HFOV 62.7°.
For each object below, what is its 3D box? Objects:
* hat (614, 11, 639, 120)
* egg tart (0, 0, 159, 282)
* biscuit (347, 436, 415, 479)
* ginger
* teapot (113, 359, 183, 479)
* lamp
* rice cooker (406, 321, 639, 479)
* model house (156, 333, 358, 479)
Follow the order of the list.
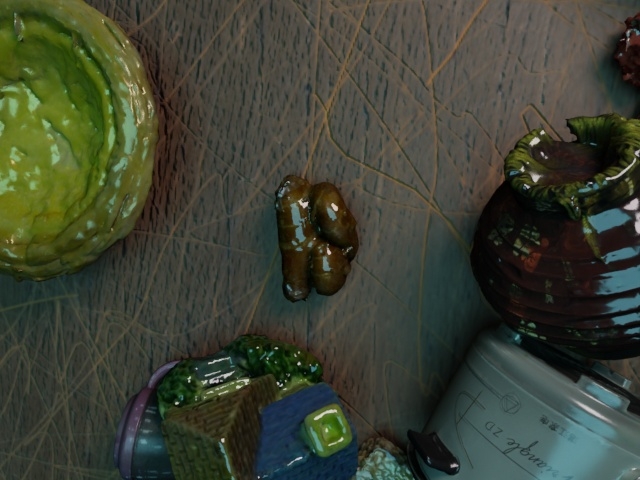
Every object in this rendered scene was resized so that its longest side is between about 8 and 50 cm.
[{"bbox_3d":[0.427,-0.139,0.524,0.286,0.107,0.236,41,123,8],"label":"hat"},{"bbox_3d":[-0.338,-0.122,0.652,0.346,0.132,0.345,1,97,9],"label":"egg tart"},{"bbox_3d":[0.114,0.323,0.662,0.168,0.070,0.082,38,87,5],"label":"biscuit"},{"bbox_3d":[0.000,0.000,0.642,0.103,0.073,0.162,4,104,23],"label":"ginger"},{"bbox_3d":[-0.183,0.247,0.700,0.146,0.148,0.116,10,136,-4],"label":"teapot"},{"bbox_3d":[0.266,-0.006,0.513,0.247,0.247,0.246,1,97,10],"label":"lamp"},{"bbox_3d":[0.225,0.228,0.545,0.281,0.241,0.226,24,98,-21],"label":"rice cooker"},{"bbox_3d":[-0.062,0.206,0.585,0.214,0.189,0.194,-14,86,-18],"label":"model house"}]
